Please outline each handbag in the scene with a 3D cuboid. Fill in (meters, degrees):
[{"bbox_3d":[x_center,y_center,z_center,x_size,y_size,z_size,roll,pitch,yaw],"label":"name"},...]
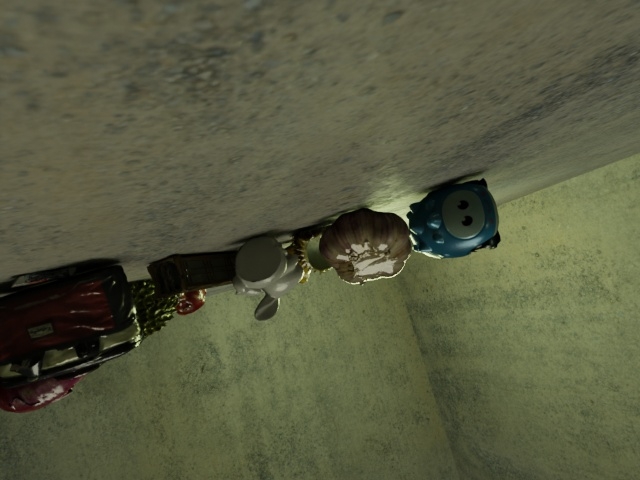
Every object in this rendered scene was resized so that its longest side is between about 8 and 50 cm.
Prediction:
[{"bbox_3d":[-0.466,0.163,0.843,0.255,0.181,0.181,-17,-173,-8],"label":"handbag"}]

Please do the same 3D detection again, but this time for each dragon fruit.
[{"bbox_3d":[-0.463,0.183,1.546,0.126,0.125,0.246,-10,165,-4],"label":"dragon fruit"}]

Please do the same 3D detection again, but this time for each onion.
[{"bbox_3d":[-0.919,0.372,1.488,0.348,0.285,0.347,-15,-144,12],"label":"onion"}]

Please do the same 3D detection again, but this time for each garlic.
[{"bbox_3d":[0.112,0.003,1.182,0.245,0.160,0.245,-8,144,-5],"label":"garlic"}]

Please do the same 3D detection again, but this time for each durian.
[{"bbox_3d":[0.000,0.000,1.276,0.252,0.144,0.139,-1,128,-46],"label":"durian"},{"bbox_3d":[-0.546,0.210,1.261,0.356,0.157,0.170,-22,-177,-41],"label":"durian"}]

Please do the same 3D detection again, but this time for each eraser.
[{"bbox_3d":[-0.469,0.063,0.782,0.099,0.019,0.027,-10,173,-43],"label":"eraser"}]

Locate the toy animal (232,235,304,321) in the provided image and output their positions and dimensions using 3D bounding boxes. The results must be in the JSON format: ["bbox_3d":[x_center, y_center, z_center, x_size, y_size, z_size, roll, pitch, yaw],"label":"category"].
[{"bbox_3d":[-0.137,0.087,1.136,0.178,0.127,0.193,-45,157,-18],"label":"toy animal"}]

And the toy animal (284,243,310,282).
[{"bbox_3d":[-0.107,0.072,1.387,0.230,0.156,0.156,-3,169,-24],"label":"toy animal"}]

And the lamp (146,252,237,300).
[{"bbox_3d":[-0.281,0.080,1.152,0.090,0.089,0.325,-18,175,22],"label":"lamp"}]

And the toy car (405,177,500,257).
[{"bbox_3d":[0.327,-0.047,1.187,0.190,0.188,0.255,-6,172,-30],"label":"toy car"}]
